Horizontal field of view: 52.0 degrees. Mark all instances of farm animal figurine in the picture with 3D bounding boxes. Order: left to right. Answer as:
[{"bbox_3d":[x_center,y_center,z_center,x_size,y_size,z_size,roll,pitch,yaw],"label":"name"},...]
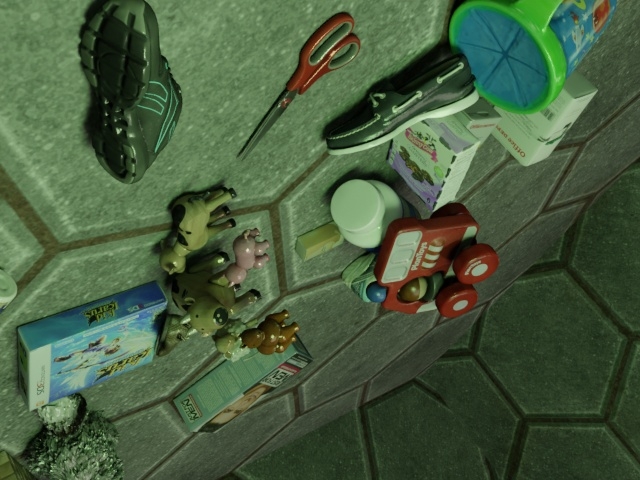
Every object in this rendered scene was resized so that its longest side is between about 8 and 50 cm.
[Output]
[{"bbox_3d":[-0.205,0.086,1.214,0.172,0.330,0.327,-28,-176,-25],"label":"farm animal figurine"}]

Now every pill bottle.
[{"bbox_3d":[-0.517,0.100,0.983,0.120,0.067,0.067,-44,156,18],"label":"pill bottle"},{"bbox_3d":[0.125,-0.050,1.482,0.152,0.152,0.272,-42,156,13],"label":"pill bottle"}]

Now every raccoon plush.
[{"bbox_3d":[-0.553,0.560,1.506,0.216,0.299,0.446,-30,156,-13],"label":"raccoon plush"}]

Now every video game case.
[{"bbox_3d":[-0.449,0.210,1.294,0.269,0.061,0.244,-19,153,-35],"label":"video game case"}]

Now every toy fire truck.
[{"bbox_3d":[0.230,0.057,1.474,0.254,0.169,0.302,-6,138,-20],"label":"toy fire truck"}]

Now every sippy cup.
[{"bbox_3d":[0.388,-0.382,1.162,0.224,0.305,0.240,-41,117,-15],"label":"sippy cup"}]

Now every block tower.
[{"bbox_3d":[-0.749,0.608,1.589,0.091,0.097,0.335,-26,156,-21],"label":"block tower"}]

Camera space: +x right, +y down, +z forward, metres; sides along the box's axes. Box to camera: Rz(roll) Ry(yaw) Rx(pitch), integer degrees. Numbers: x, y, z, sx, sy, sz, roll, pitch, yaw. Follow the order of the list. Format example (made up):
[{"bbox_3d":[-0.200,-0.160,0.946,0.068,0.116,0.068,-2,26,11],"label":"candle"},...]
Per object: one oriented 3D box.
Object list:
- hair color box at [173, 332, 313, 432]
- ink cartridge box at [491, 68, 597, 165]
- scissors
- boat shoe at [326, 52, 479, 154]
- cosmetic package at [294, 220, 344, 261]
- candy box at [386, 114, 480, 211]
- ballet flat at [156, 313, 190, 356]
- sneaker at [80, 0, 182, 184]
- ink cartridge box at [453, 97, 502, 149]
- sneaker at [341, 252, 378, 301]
[{"bbox_3d":[-0.220,0.407,1.917,0.374,0.113,0.185,-36,157,2],"label":"hair color box"},{"bbox_3d":[0.499,-0.305,1.510,0.092,0.160,0.219,-23,154,-29],"label":"ink cartridge box"},{"bbox_3d":[-0.052,-0.241,1.052,0.297,0.021,0.109,-40,159,12],"label":"scissors"},{"bbox_3d":[0.140,-0.251,1.208,0.302,0.114,0.091,-25,116,-5],"label":"boat shoe"},{"bbox_3d":[0.000,0.000,1.543,0.115,0.041,0.060,-26,155,-23],"label":"cosmetic package"},{"bbox_3d":[0.226,-0.184,1.353,0.070,0.165,0.196,-29,155,-21],"label":"candy box"},{"bbox_3d":[-0.307,0.199,1.375,0.058,0.084,0.250,13,160,-13],"label":"ballet flat"},{"bbox_3d":[-0.231,-0.194,0.826,0.106,0.101,0.267,-46,167,-39],"label":"sneaker"},{"bbox_3d":[0.310,-0.234,1.491,0.127,0.072,0.175,-13,148,-42],"label":"ink cartridge box"},{"bbox_3d":[0.193,0.060,1.820,0.283,0.122,0.110,-47,155,24],"label":"sneaker"}]
